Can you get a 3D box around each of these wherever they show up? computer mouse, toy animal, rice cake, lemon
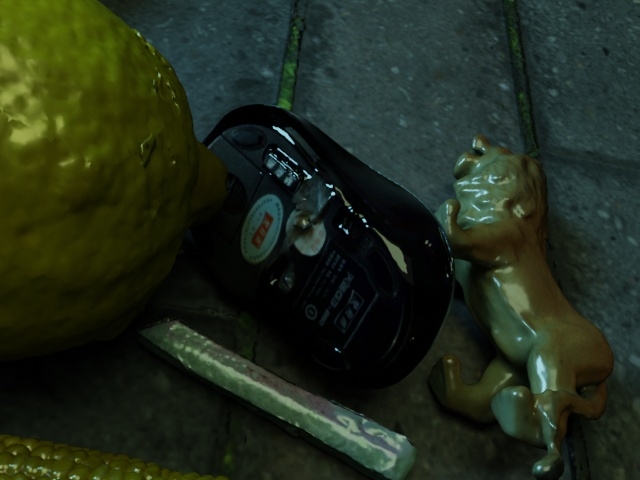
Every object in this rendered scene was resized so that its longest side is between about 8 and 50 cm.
[{"bbox_3d":[0.000,0.000,0.535,0.233,0.137,0.096,46,36,23],"label":"computer mouse"},{"bbox_3d":[0.150,0.035,0.569,0.157,0.097,0.312,-1,54,-23],"label":"toy animal"},{"bbox_3d":[-0.032,0.105,0.504,0.207,0.033,0.033,27,61,9],"label":"rice cake"},{"bbox_3d":[-0.208,-0.049,0.445,0.320,0.245,0.245,9,50,-25],"label":"lemon"}]

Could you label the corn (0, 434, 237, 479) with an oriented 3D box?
[{"bbox_3d":[-0.086,0.168,0.405,0.260,0.091,0.091,15,33,3],"label":"corn"}]
